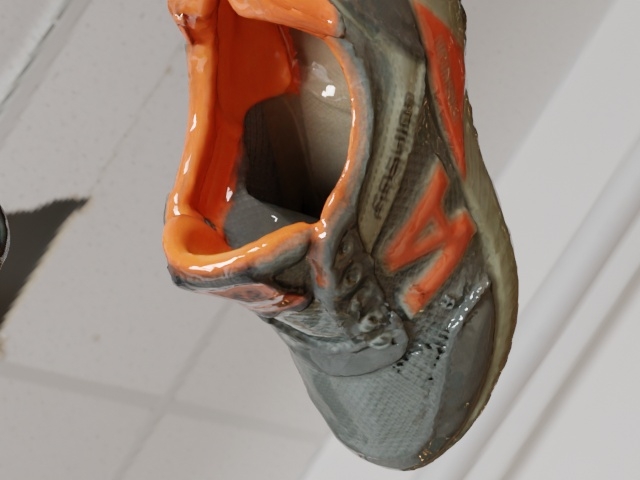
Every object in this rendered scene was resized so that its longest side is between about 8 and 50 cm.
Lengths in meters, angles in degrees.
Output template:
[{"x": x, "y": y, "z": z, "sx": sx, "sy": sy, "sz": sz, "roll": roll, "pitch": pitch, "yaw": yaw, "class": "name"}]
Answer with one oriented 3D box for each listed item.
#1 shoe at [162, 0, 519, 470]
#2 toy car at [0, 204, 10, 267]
[{"x": 0.000, "y": 0.000, "z": 0.598, "sx": 0.171, "sy": 0.132, "sz": 0.337, "roll": -42, "pitch": -49, "yaw": -46, "class": "shoe"}, {"x": -0.366, "y": 0.009, "z": 0.892, "sx": 0.190, "sy": 0.188, "sz": 0.255, "roll": 54, "pitch": -126, "yaw": -40, "class": "toy car"}]
